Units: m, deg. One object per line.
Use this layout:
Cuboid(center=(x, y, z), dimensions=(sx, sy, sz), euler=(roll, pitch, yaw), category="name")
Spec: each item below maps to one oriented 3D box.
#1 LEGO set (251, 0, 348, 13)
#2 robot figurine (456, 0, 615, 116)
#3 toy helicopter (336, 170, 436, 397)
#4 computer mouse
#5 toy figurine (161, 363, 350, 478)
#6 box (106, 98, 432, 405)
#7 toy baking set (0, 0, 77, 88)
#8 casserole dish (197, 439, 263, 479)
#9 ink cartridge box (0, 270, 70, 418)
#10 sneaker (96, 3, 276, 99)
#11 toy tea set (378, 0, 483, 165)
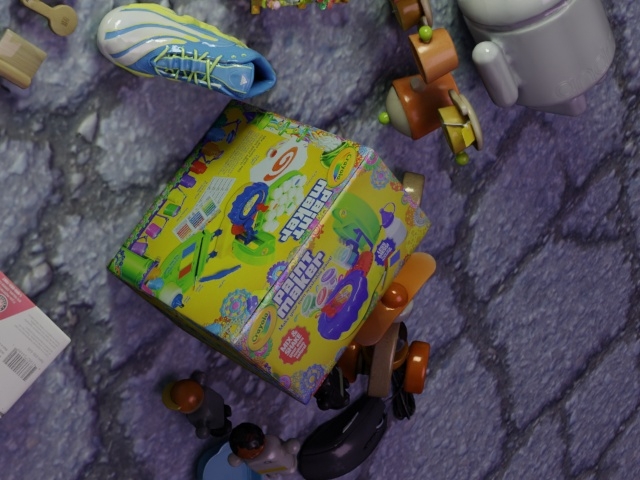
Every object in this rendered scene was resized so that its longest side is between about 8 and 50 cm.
Cuboid(center=(-0.042, -0.347, 1.469), dimensions=(0.287, 0.107, 0.132), euler=(32, 85, -46), category="LEGO set")
Cuboid(center=(0.330, -0.347, 1.754), dimensions=(0.300, 0.199, 0.353), euler=(-58, 137, -22), category="robot figurine")
Cuboid(center=(0.112, 0.063, 1.748), dimensions=(0.235, 0.140, 0.355), euler=(63, 37, -78), category="toy helicopter")
Cuboid(center=(0.071, 0.286, 1.886), dimensions=(0.262, 0.060, 0.184), euler=(-30, 127, -32), category="computer mouse")
Cuboid(center=(-0.089, 0.207, 1.593), dimensions=(0.209, 0.213, 0.148), euler=(-51, 144, -9), category="toy figurine")
Cuboid(center=(-0.068, 0.007, 1.476), dimensions=(0.290, 0.279, 0.177), euler=(-54, 135, -11), category="box")
Cuboid(center=(-0.364, -0.290, 1.251), dimensions=(0.197, 0.030, 0.256), euler=(-46, 133, -23), category="toy baking set")
Cuboid(center=(-0.141, 0.377, 1.743), dimensions=(0.114, 0.037, 0.188), euler=(-20, 120, -36), category="casserole dish")
Cuboid(center=(-0.427, 0.142, 1.330), dimensions=(0.218, 0.092, 0.158), euler=(-50, 134, -17), category="ink cartridge box")
Cuboid(center=(-0.150, -0.230, 1.404), dimensions=(0.240, 0.126, 0.091), euler=(4, 105, -45), category="sneaker")
Cuboid(center=(0.119, -0.265, 1.629), dimensions=(0.124, 0.200, 0.336), euler=(-21, 111, 2), category="toy tea set")
